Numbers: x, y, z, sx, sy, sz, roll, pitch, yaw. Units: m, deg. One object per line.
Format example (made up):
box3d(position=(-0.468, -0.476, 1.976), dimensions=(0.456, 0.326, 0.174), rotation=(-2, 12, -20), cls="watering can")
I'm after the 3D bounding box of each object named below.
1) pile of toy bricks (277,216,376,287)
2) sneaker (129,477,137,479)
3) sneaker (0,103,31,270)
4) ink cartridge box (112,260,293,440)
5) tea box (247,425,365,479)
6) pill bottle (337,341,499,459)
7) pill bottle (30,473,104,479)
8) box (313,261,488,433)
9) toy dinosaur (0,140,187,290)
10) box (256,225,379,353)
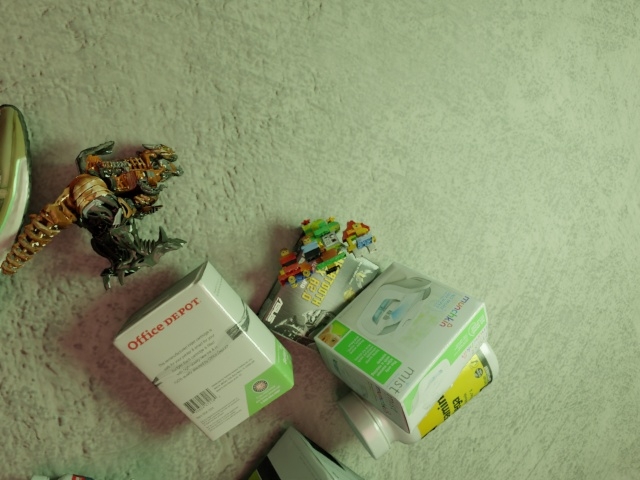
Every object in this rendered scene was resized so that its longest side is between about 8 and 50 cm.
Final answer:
box3d(position=(0.000, 0.000, 0.868), dimensions=(0.212, 0.118, 0.105), rotation=(-24, 64, -6), cls="pile of toy bricks")
box3d(position=(-0.316, 0.569, 0.716), dimensions=(0.152, 0.114, 0.305), rotation=(21, 65, -13), cls="sneaker")
box3d(position=(-0.565, -0.024, 0.660), dimensions=(0.182, 0.158, 0.411), rotation=(20, 89, -39), cls="sneaker")
box3d(position=(-0.210, 0.207, 0.831), dimensions=(0.198, 0.115, 0.273), rotation=(-35, 107, 6), cls="ink cartridge box")
box3d(position=(-0.017, 0.636, 0.899), dimensions=(0.329, 0.220, 0.324), rotation=(45, 77, -23), cls="tea box")
box3d(position=(0.212, 0.322, 0.982), dimensions=(0.333, 0.188, 0.188), rotation=(-32, 106, -13), cls="pill bottle")
box3d(position=(-0.451, 0.492, 0.807), dimensions=(0.180, 0.108, 0.108), rotation=(25, 87, -21), cls="pill bottle")
box3d(position=(0.165, 0.203, 0.894), dimensions=(0.262, 0.231, 0.127), rotation=(-39, 130, -23), cls="box")
box3d(position=(-0.362, -0.043, 0.748), dimensions=(0.321, 0.164, 0.219), rotation=(-36, 106, -19), cls="toy dinosaur")
box3d(position=(-0.005, 0.111, 0.950), dimensions=(0.183, 0.056, 0.231), rotation=(31, 86, -19), cls="box")
